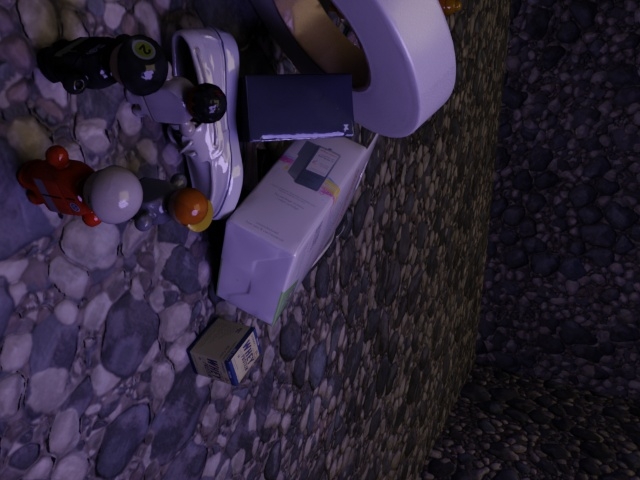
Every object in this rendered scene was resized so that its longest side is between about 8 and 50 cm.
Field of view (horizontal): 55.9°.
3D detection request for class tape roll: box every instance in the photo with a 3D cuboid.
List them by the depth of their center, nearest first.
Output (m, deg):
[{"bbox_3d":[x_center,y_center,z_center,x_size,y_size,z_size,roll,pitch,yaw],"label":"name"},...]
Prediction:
[{"bbox_3d":[0.021,-0.312,0.838,0.072,0.392,0.392,-44,145,-9],"label":"tape roll"}]

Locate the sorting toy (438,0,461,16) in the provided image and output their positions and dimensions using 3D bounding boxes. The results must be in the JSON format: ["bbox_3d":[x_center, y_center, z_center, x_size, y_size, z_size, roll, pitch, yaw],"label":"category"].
[{"bbox_3d":[0.319,-0.747,1.580,0.127,0.126,0.365,-34,130,-57],"label":"sorting toy"}]

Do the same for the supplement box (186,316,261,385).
[{"bbox_3d":[-0.155,0.179,0.981,0.083,0.083,0.056,-53,144,-44],"label":"supplement box"}]

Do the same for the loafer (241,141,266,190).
[{"bbox_3d":[-0.106,-0.144,1.014,0.045,0.039,0.125,11,89,-64],"label":"loafer"}]

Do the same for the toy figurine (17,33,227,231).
[{"bbox_3d":[-0.207,-0.114,0.687,0.209,0.148,0.213,13,87,-65],"label":"toy figurine"}]

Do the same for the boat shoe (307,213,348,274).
[{"bbox_3d":[0.000,0.000,1.240,0.233,0.084,0.079,-60,148,-41],"label":"boat shoe"}]

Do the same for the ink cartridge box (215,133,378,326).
[{"bbox_3d":[-0.033,-0.056,1.035,0.353,0.119,0.207,-57,171,-40],"label":"ink cartridge box"}]

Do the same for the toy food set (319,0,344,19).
[{"bbox_3d":[-0.005,-0.468,1.080,0.232,0.104,0.111,-4,117,-46],"label":"toy food set"}]

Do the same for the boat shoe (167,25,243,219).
[{"bbox_3d":[-0.165,-0.154,0.831,0.088,0.096,0.267,-17,122,-44],"label":"boat shoe"}]

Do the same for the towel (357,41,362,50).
[{"bbox_3d":[0.081,-0.441,0.972,0.187,0.049,0.282,-85,176,-63],"label":"towel"}]

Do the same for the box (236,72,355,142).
[{"bbox_3d":[-0.050,-0.194,0.896,0.156,0.158,0.093,-6,101,-19],"label":"box"}]

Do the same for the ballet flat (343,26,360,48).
[{"bbox_3d":[0.146,-0.375,1.377,0.316,0.106,0.107,34,69,-63],"label":"ballet flat"}]
